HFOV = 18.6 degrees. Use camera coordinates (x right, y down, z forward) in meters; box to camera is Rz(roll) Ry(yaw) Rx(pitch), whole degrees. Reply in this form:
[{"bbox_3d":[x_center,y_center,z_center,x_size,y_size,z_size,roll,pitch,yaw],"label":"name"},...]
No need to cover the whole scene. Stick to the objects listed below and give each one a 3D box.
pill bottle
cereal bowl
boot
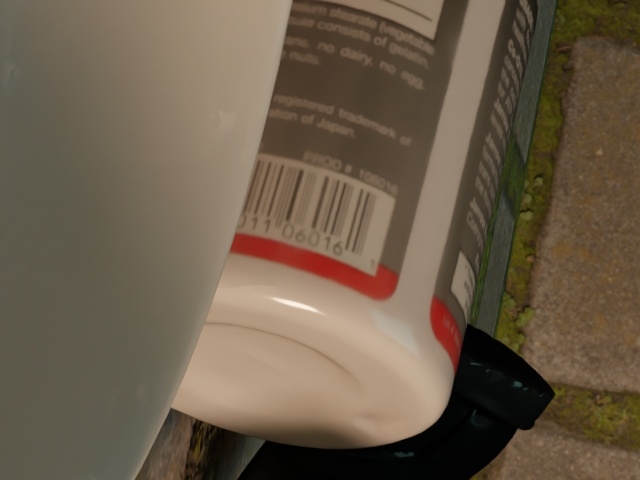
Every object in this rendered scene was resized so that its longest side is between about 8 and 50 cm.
[{"bbox_3d":[0.006,-0.068,0.856,0.161,0.161,0.283,78,25,-62],"label":"pill bottle"},{"bbox_3d":[-0.100,-0.100,0.361,0.339,0.141,0.339,10,90,-79],"label":"cereal bowl"},{"bbox_3d":[-0.014,0.115,1.011,0.246,0.094,0.207,28,102,-41],"label":"boot"}]
